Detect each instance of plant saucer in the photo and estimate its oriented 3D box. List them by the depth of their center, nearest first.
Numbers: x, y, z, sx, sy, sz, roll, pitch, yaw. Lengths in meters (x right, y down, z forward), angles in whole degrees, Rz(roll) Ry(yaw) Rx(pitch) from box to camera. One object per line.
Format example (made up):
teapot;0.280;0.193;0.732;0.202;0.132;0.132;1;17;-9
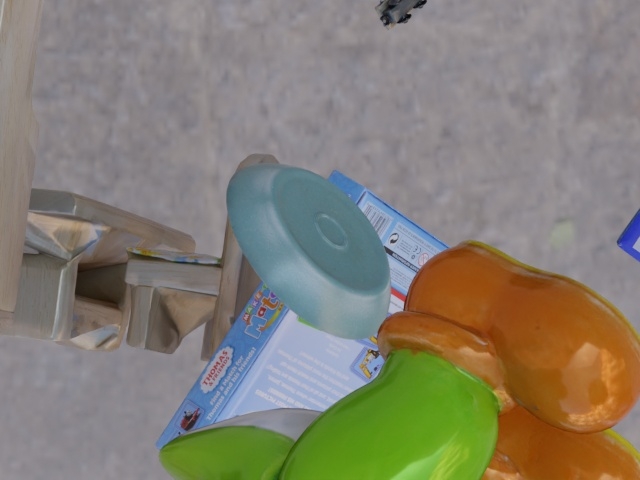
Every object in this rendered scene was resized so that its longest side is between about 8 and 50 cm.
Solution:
plant saucer;0.000;0.000;1.044;0.119;0.119;0.021;31;124;-30

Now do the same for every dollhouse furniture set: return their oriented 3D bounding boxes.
dollhouse furniture set;-0.208;-0.061;1.318;0.362;0.256;0.394;5;174;19

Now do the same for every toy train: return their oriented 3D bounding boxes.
toy train;0.099;-0.235;1.636;0.036;0.158;0.027;6;133;51

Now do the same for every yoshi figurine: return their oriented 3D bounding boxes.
yoshi figurine;0.001;0.184;0.675;0.203;0.362;0.203;48;160;-10

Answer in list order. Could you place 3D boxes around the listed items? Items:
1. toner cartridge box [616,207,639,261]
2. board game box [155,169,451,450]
toner cartridge box;0.317;-0.003;1.240;0.165;0.348;0.075;38;110;12
board game box;0.006;0.078;1.241;0.160;0.039;0.211;33;90;-47
